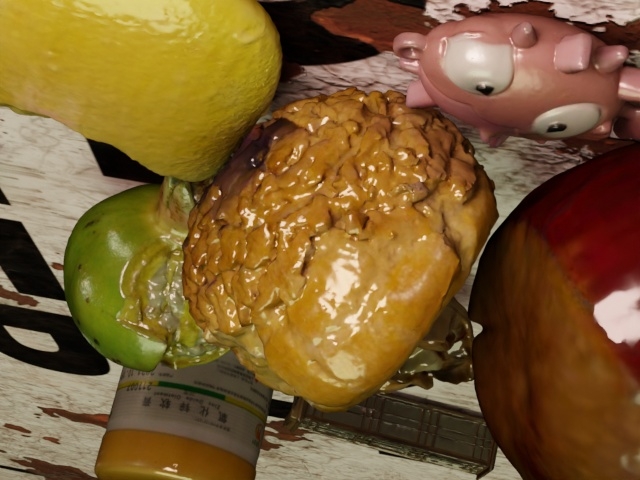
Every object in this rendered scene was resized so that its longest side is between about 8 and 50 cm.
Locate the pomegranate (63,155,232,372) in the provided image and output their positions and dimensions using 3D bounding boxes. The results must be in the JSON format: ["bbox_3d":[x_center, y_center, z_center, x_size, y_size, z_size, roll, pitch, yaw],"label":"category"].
[{"bbox_3d":[-0.171,0.012,1.791,0.236,0.236,0.301,15,128,-5],"label":"pomegranate"}]

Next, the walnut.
[{"bbox_3d":[0.097,0.106,1.937,0.204,0.141,0.238,9,159,-22],"label":"walnut"}]

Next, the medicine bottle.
[{"bbox_3d":[-0.201,0.273,2.391,0.238,0.231,0.238,11,160,4],"label":"medicine bottle"}]

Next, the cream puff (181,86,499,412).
[{"bbox_3d":[0.000,0.000,1.472,0.231,0.343,0.327,39,118,-11],"label":"cream puff"}]

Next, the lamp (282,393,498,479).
[{"bbox_3d":[0.112,0.284,2.439,0.325,0.089,0.090,16,160,-5],"label":"lamp"}]

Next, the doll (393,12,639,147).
[{"bbox_3d":[0.182,-0.133,1.342,0.262,0.093,0.211,18,161,-26],"label":"doll"}]

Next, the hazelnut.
[{"bbox_3d":[0.333,0.101,1.459,0.402,0.402,0.429,17,154,-10],"label":"hazelnut"}]

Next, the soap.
[{"bbox_3d":[-0.197,-0.160,1.465,0.306,0.115,0.427,18,158,-6],"label":"soap"}]
